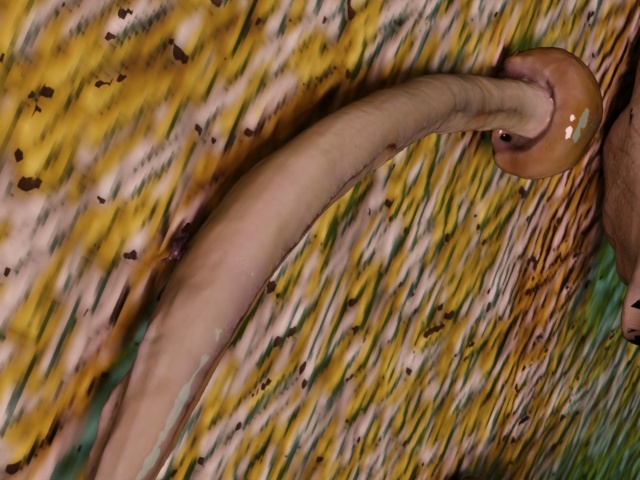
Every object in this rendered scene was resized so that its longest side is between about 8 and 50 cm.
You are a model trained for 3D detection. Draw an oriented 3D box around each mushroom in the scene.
[{"bbox_3d":[0.003,0.000,0.509,0.306,0.043,0.068,-35,113,-51],"label":"mushroom"}]

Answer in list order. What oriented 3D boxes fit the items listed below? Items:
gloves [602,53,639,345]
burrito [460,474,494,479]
[{"bbox_3d":[0.159,-0.036,0.744,0.127,0.111,0.212,56,28,-56],"label":"gloves"},{"bbox_3d":[0.028,0.138,0.634,0.058,0.063,0.229,-54,169,33],"label":"burrito"}]
